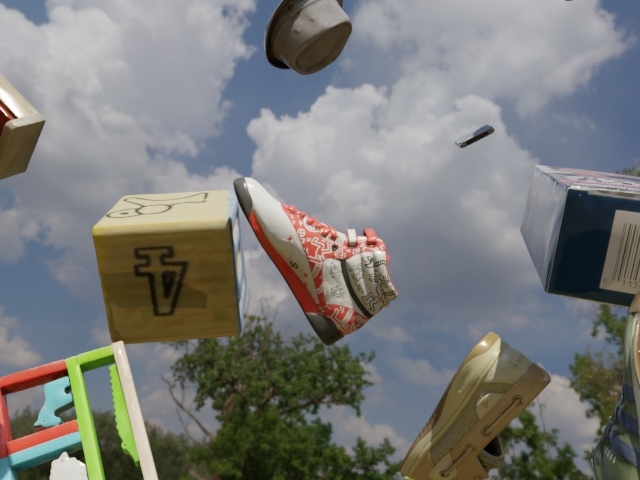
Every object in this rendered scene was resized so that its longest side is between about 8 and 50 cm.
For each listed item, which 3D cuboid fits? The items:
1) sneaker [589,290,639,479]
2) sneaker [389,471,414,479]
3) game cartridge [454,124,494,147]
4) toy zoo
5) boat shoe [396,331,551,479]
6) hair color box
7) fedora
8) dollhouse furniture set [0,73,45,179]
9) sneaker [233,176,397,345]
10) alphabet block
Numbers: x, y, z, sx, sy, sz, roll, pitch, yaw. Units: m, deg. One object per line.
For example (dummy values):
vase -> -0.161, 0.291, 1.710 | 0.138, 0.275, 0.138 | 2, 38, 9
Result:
sneaker -> 0.205, 0.121, 0.357 | 0.064, 0.192, 0.086 | 18, -33, -1
sneaker -> 0.083, 0.234, 0.510 | 0.035, 0.031, 0.083 | 34, -28, 38
game cartridge -> 0.343, -0.233, 1.255 | 0.083, 0.056, 0.017 | -26, -70, 8
toy zoo -> -0.347, 0.244, 0.624 | 0.293, 0.192, 0.030 | -15, -31, -19
boat shoe -> 0.179, 0.259, 0.703 | 0.098, 0.303, 0.109 | 34, 26, 24
hair color box -> 0.334, -0.018, 0.636 | 0.173, 0.105, 0.347 | 10, 13, 14
fedora -> -0.013, -0.541, 1.470 | 0.275, 0.124, 0.244 | -38, -23, -5
dollhouse furniture set -> -0.354, -0.148, 0.482 | 0.183, 0.129, 0.129 | 45, -55, 2
sneaker -> 0.000, 0.001, 0.790 | 0.144, 0.270, 0.090 | -32, 5, 0
alphabet block -> -0.226, 0.035, 0.895 | 0.196, 0.192, 0.194 | -3, -72, -3
